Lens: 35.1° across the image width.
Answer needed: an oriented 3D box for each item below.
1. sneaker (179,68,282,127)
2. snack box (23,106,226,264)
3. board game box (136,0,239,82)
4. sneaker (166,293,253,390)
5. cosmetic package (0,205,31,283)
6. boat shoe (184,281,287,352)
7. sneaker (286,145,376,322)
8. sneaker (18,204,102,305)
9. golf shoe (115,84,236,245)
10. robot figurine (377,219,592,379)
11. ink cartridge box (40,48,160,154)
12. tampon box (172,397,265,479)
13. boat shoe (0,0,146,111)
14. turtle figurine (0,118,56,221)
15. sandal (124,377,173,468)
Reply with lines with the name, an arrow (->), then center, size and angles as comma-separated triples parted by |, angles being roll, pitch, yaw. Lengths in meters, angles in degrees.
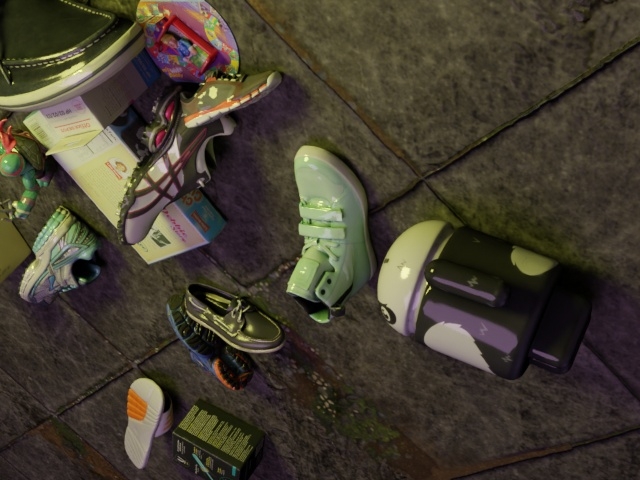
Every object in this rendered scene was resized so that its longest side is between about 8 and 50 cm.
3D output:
sneaker -> -0.129, -0.207, 1.377 | 0.158, 0.061, 0.065 | -21, 94, 21
snack box -> -0.316, -0.110, 1.636 | 0.187, 0.060, 0.322 | -17, 118, 47
board game box -> -0.192, -0.266, 1.402 | 0.168, 0.033, 0.133 | 9, 135, 31
sneaker -> -0.219, 0.191, 1.865 | 0.087, 0.083, 0.221 | -5, 123, 50
cosmetic package -> -0.708, -0.047, 1.924 | 0.113, 0.160, 0.309 | 1, 132, 35
boat shoe -> -0.152, 0.131, 1.753 | 0.206, 0.075, 0.065 | 23, 144, 24
sneaker -> 0.001, 0.000, 1.437 | 0.094, 0.151, 0.256 | 7, 132, 34
sneaker -> -0.485, 0.060, 1.907 | 0.122, 0.110, 0.283 | 33, 142, -1
golf shoe -> -0.223, -0.092, 1.498 | 0.120, 0.105, 0.273 | 22, 119, -9
robot figurine -> 0.211, 0.082, 1.341 | 0.278, 0.173, 0.209 | 22, 132, 17
ink cartridge box -> -0.326, -0.203, 1.448 | 0.104, 0.181, 0.061 | -6, 126, 41
tampon box -> -0.211, 0.425, 2.080 | 0.161, 0.101, 0.120 | 27, 141, 14
boat shoe -> -0.458, -0.300, 1.449 | 0.500, 0.187, 0.156 | 13, 140, 36
turtle figurine -> -0.504, -0.124, 1.654 | 0.118, 0.234, 0.175 | -26, 101, 3
sandal -> -0.363, 0.381, 2.171 | 0.102, 0.076, 0.265 | 44, 135, 26
